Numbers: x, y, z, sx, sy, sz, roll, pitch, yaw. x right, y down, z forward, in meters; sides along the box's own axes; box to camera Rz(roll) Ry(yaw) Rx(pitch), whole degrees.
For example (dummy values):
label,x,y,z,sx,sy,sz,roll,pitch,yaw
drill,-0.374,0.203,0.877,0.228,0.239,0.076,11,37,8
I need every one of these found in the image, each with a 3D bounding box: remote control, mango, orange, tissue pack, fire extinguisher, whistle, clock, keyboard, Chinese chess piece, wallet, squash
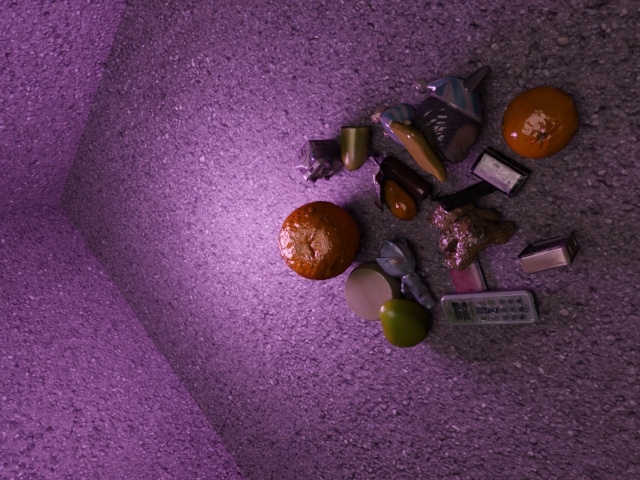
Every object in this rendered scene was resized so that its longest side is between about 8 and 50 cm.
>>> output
label,x,y,z,sx,sy,sz,roll,pitch,yaw
remote control,0.618,0.245,1.737,0.336,0.066,0.127,-9,107,37
mango,0.336,0.326,1.862,0.186,0.149,0.272,-13,138,6
orange,0.000,0.000,1.975,0.341,0.293,0.340,3,100,18
tissue pack,0.609,-0.231,1.595,0.170,0.091,0.103,41,123,22
mango,0.303,-0.152,1.831,0.178,0.090,0.115,47,156,18
orange,0.675,-0.362,1.454,0.220,0.193,0.219,4,102,17
fire extinguisher,0.352,-0.229,1.794,0.268,0.089,0.072,42,161,21
whistle,0.338,0.121,1.872,0.134,0.142,0.346,-30,96,47
clock,0.737,0.039,1.515,0.147,0.192,0.071,-21,91,37
keyboard,0.510,-0.159,1.638,0.015,0.197,0.074,70,176,-48
Chinese chess piece,0.223,0.216,1.992,0.251,0.101,0.250,11,109,33
wallet,0.538,0.086,1.777,0.120,0.025,0.232,-18,91,38
squash,0.135,-0.367,1.877,0.123,0.123,0.186,15,111,32

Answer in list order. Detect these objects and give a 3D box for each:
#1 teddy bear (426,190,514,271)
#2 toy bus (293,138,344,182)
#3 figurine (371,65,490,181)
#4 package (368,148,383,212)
label,x,y,z,sx,sy,sz,roll,pitch,yaw
teddy bear,0.505,-0.056,1.667,0.267,0.156,0.256,-36,49,4
toy bus,-0.005,-0.330,1.937,0.142,0.203,0.142,-41,76,36
figurine,0.431,-0.447,1.635,0.378,0.266,0.361,-42,46,4
package,0.219,-0.234,1.832,0.040,0.166,0.231,-12,110,0
